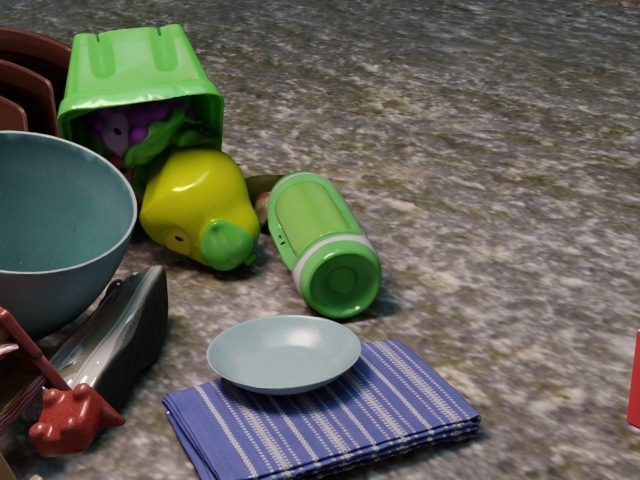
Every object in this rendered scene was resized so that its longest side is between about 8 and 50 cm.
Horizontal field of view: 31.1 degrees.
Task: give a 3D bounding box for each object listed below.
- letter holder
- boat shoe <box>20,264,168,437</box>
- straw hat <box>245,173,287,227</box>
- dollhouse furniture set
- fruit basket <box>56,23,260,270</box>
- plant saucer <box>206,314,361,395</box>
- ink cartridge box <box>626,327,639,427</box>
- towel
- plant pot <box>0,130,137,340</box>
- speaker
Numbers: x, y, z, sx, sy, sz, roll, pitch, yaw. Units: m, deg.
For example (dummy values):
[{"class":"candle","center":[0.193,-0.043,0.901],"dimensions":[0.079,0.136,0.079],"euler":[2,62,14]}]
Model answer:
[{"class":"letter holder","center":[-0.617,-0.296,2.271],"dimensions":[0.302,0.214,0.152],"euler":[19,33,36]},{"class":"boat shoe","center":[-0.280,0.131,1.496],"dimensions":[0.103,0.118,0.320],"euler":[8,35,11]},{"class":"straw hat","center":[-0.079,-0.051,1.890],"dimensions":[0.145,0.144,0.061],"euler":[-1,67,3]},{"class":"dollhouse furniture set","center":[-0.323,0.207,1.192],"dimensions":[0.374,0.152,0.201],"euler":[17,55,45]},{"class":"fruit basket","center":[-0.253,-0.104,1.800],"dimensions":[0.283,0.392,0.392],"euler":[-8,27,-10]},{"class":"plant saucer","center":[-0.045,0.152,1.453],"dimensions":[0.195,0.037,0.195],"euler":[-1,23,1]},{"class":"ink cartridge box","center":[0.438,0.146,1.373],"dimensions":[0.078,0.134,0.231],"euler":[22,34,38]},{"class":"towel","center":[-0.004,0.213,1.402],"dimensions":[0.336,0.040,0.243],"euler":[-12,25,-21]},{"class":"plant pot","center":[-0.395,0.019,1.492],"dimensions":[0.290,0.195,0.290],"euler":[10,37,-8]},{"class":"speaker","center":[0.000,0.000,1.721],"dimensions":[0.131,0.131,0.296],"euler":[-8,27,-10]}]
